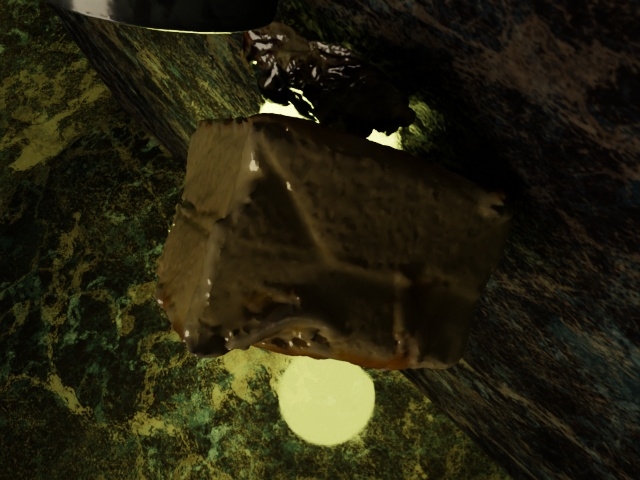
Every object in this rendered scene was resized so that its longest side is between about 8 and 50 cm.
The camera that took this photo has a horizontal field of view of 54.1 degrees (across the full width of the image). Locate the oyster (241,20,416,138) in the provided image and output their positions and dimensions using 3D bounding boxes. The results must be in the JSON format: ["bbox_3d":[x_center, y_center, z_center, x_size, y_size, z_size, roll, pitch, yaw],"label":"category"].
[{"bbox_3d":[0.001,-0.208,0.916,0.361,0.096,0.221,33,-179,31],"label":"oyster"}]

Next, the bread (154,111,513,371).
[{"bbox_3d":[0.000,0.000,0.854,0.389,0.280,0.371,12,-174,-25],"label":"bread"}]

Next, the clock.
[{"bbox_3d":[-0.206,-0.342,0.810,0.319,0.318,0.066,39,130,40],"label":"clock"}]
